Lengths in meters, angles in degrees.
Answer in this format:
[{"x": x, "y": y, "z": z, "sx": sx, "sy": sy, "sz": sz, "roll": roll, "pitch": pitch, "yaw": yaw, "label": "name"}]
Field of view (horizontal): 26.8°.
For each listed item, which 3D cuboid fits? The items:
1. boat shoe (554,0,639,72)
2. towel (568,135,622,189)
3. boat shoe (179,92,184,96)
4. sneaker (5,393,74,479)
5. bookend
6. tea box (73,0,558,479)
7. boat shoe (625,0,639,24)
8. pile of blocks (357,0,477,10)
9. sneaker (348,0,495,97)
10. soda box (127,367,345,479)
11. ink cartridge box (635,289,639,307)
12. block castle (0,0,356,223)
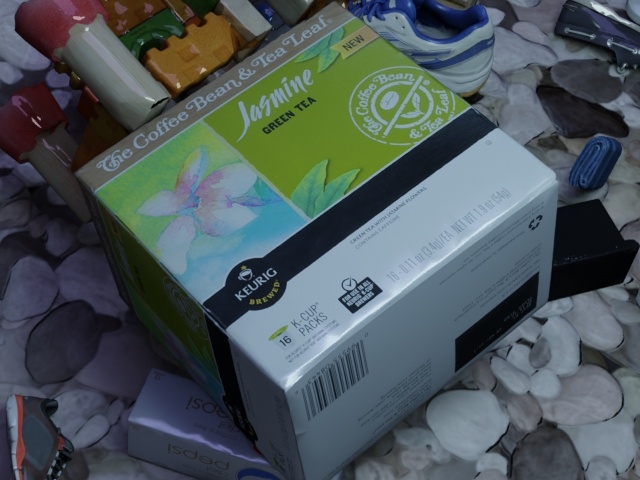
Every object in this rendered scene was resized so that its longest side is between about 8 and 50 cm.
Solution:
[{"x": 0.404, "y": -0.252, "z": 1.774, "sx": 0.206, "sy": 0.075, "sz": 0.065, "roll": 33, "pitch": 99, "yaw": 11, "label": "boat shoe"}, {"x": 0.324, "y": -0.093, "z": 1.590, "sx": 0.029, "sy": 0.067, "sz": 0.119, "roll": 32, "pitch": 13, "yaw": 18, "label": "towel"}, {"x": -0.131, "y": -0.262, "z": 1.698, "sx": 0.076, "sy": 0.080, "sz": 0.228, "roll": 38, "pitch": 54, "yaw": 3, "label": "boat shoe"}, {"x": -0.273, "y": 0.216, "z": 1.324, "sx": 0.065, "sy": 0.061, "sz": 0.158, "roll": -3, "pitch": 54, "yaw": -17, "label": "sneaker"}, {"x": 0.256, "y": -0.015, "z": 1.553, "sx": 0.156, "sy": 0.072, "sz": 0.157, "roll": -13, "pitch": 55, "yaw": -17, "label": "bookend"}, {"x": 0.000, "y": 0.000, "z": 1.304, "sx": 0.329, "sy": 0.220, "sz": 0.323, "roll": -37, "pitch": 58, "yaw": -19, "label": "tea box"}, {"x": 0.497, "y": -0.320, "z": 1.817, "sx": 0.219, "sy": 0.070, "sz": 0.077, "roll": -18, "pitch": 68, "yaw": -24, "label": "boat shoe"}, {"x": 0.072, "y": -0.415, "z": 1.771, "sx": 0.149, "sy": 0.112, "sz": 0.362, "roll": -40, "pitch": 74, "yaw": -8, "label": "pile of blocks"}, {"x": 0.077, "y": -0.278, "z": 1.698, "sx": 0.296, "sy": 0.131, "sz": 0.112, "roll": 10, "pitch": 54, "yaw": 3, "label": "sneaker"}, {"x": -0.081, "y": 0.204, "z": 1.344, "sx": 0.216, "sy": 0.074, "sz": 0.069, "roll": 17, "pitch": 52, "yaw": 6, "label": "soda box"}, {"x": 0.422, "y": 0.090, "z": 1.505, "sx": 0.088, "sy": 0.052, "sz": 0.122, "roll": -10, "pitch": 56, "yaw": -14, "label": "ink cartridge box"}, {"x": -0.146, "y": -0.249, "z": 1.473, "sx": 0.213, "sy": 0.303, "sz": 0.453, "roll": 48, "pitch": 58, "yaw": 5, "label": "block castle"}]
